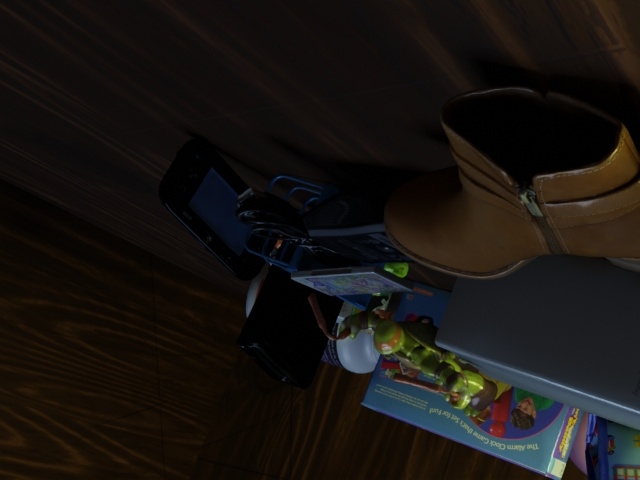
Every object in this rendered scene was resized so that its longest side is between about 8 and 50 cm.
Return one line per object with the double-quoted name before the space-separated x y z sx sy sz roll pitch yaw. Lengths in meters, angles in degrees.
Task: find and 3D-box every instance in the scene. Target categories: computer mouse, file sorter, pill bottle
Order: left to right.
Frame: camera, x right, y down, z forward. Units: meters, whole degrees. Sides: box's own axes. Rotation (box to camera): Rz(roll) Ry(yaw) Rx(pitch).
"file sorter" 0.000 0.000 1.386 0.104 0.118 0.170 19 172 39
"pill bottle" 0.028 0.142 2.013 0.323 0.181 0.181 16 170 36
"computer mouse" 0.055 -0.025 1.165 0.272 0.072 0.188 0 160 43

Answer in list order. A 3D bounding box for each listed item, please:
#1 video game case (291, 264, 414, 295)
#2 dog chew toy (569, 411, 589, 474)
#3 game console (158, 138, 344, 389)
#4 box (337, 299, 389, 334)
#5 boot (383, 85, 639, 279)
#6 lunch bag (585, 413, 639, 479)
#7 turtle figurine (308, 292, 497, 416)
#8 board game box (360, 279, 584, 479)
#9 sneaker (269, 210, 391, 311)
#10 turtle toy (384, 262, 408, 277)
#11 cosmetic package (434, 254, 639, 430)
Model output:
"video game case" 0.038 0.049 1.274 0.122 0.011 0.087 -5 161 36
"dog chew toy" 0.474 0.297 1.876 0.207 0.206 0.332 26 179 -27
"game console" -0.089 0.023 1.412 0.044 0.213 0.361 -7 139 39
"box" 0.021 0.077 1.837 0.203 0.114 0.103 20 171 5
"boot" 0.132 -0.039 0.800 0.283 0.109 0.220 13 170 36
"lunch bag" 0.433 0.274 1.248 0.221 0.138 0.293 4 -160 10
"turtle figurine" 0.120 0.136 1.333 0.269 0.087 0.217 28 177 45
"board game box" 0.265 0.225 1.762 0.347 0.233 0.078 17 170 33
"sneaker" -0.033 0.026 1.619 0.302 0.121 0.108 21 172 5
"turtle toy" 0.076 0.021 1.498 0.095 0.066 0.130 28 170 -37
"cosmetic package" 0.347 0.124 1.177 0.385 0.156 0.217 18 171 28
